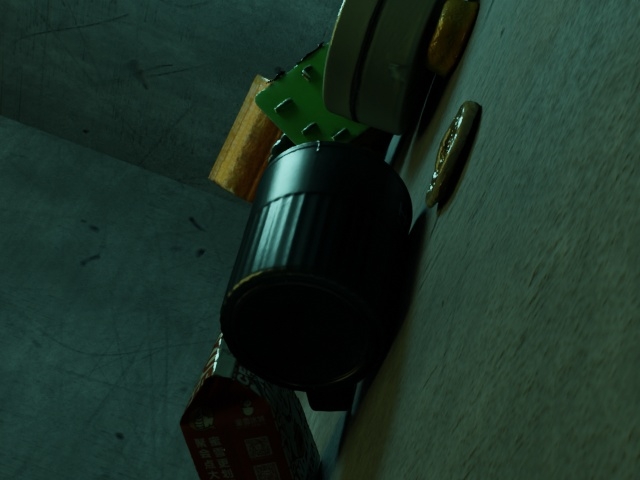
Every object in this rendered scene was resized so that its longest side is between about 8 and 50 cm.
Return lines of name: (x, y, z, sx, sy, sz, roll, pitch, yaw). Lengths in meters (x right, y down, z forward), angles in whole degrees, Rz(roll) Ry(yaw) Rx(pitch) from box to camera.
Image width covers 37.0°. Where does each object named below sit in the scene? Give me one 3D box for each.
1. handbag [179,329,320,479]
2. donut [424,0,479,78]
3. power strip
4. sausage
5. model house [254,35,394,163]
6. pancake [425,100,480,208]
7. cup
handbag: (-0.111, 0.268, 1.410, 0.171, 0.151, 0.298, -75, -29, -64)
donut: (0.228, -0.361, 1.691, 0.152, 0.058, 0.152, 20, -90, -90)
power strip: (0.139, -0.384, 1.844, 0.357, 0.161, 0.358, 21, -90, -78)
sausage: (-0.114, -0.233, 2.340, 0.287, 0.233, 0.233, -63, 3, 7)
model house: (0.057, -0.253, 2.137, 0.357, 0.242, 0.313, -39, -27, -13)
pancake: (0.169, -0.111, 1.245, 0.151, 0.025, 0.152, -158, 90, -88)
cup: (-0.012, 0.060, 1.369, 0.292, 0.242, 0.308, -76, 9, -52)
